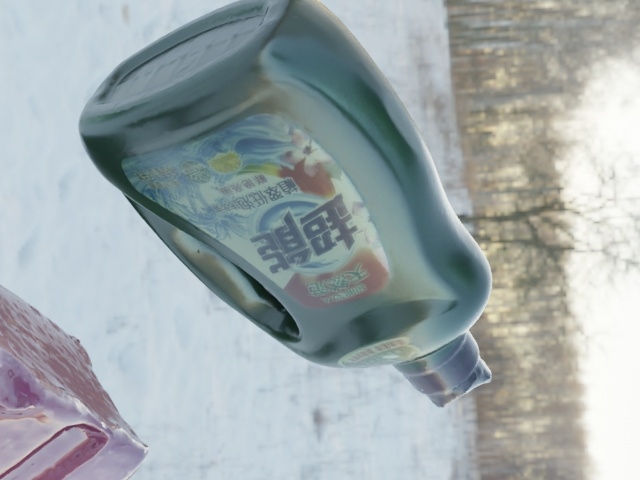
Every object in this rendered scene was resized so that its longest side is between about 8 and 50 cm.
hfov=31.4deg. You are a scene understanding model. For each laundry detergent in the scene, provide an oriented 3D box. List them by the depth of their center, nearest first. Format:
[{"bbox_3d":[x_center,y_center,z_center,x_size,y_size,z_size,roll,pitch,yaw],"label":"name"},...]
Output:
[{"bbox_3d":[0.000,0.000,0.520,0.221,0.144,0.078,53,39,-29],"label":"laundry detergent"}]

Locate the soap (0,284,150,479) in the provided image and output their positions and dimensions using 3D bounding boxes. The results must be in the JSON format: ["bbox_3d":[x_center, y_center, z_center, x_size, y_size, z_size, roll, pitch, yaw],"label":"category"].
[{"bbox_3d":[-0.309,0.159,0.648,0.128,0.359,0.233,52,0,36],"label":"soap"}]
